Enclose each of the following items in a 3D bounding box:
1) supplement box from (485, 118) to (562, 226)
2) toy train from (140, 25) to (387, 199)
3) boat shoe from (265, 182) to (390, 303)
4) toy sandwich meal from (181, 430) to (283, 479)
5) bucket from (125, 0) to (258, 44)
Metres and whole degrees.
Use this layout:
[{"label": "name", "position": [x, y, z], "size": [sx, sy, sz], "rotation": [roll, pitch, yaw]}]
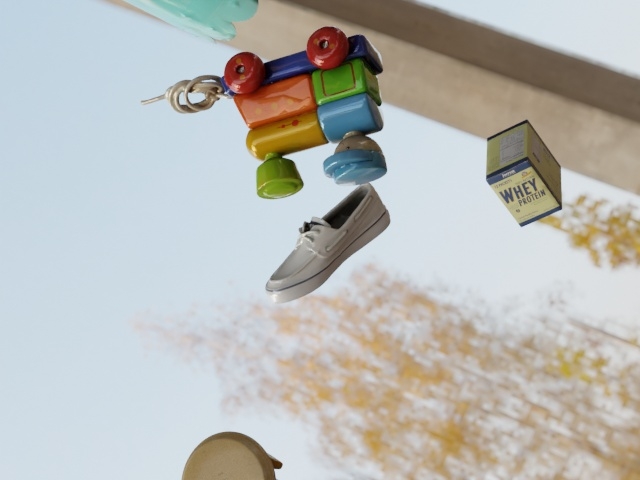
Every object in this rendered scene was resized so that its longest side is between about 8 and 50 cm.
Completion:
[{"label": "supplement box", "position": [0.237, -0.078, 1.591], "size": [0.083, 0.056, 0.083], "rotation": [49, -150, -28]}, {"label": "toy train", "position": [-0.055, -0.103, 1.341], "size": [0.105, 0.248, 0.143], "rotation": [36, -138, -65]}, {"label": "boat shoe", "position": [0.000, 0.000, 2.202], "size": [0.258, 0.095, 0.084], "rotation": [-41, -60, -27]}, {"label": "toy sandwich meal", "position": [-0.059, 0.175, 0.967], "size": [0.029, 0.086, 0.085], "rotation": [20, -88, -62]}, {"label": "bucket", "position": [-0.173, -0.413, 1.784], "size": [0.183, 0.281, 0.281], "rotation": [18, -84, -27]}]
